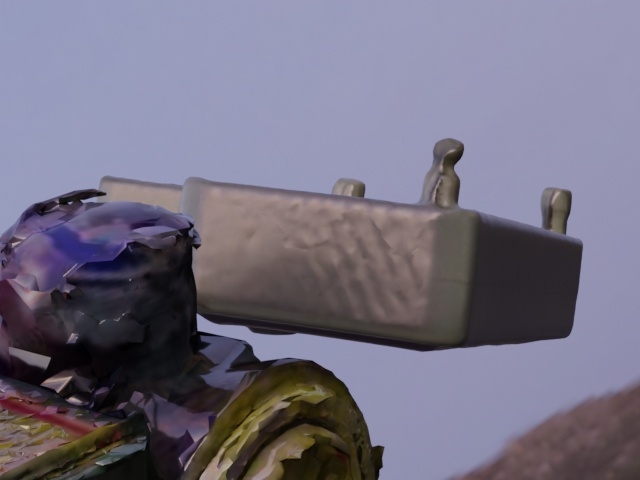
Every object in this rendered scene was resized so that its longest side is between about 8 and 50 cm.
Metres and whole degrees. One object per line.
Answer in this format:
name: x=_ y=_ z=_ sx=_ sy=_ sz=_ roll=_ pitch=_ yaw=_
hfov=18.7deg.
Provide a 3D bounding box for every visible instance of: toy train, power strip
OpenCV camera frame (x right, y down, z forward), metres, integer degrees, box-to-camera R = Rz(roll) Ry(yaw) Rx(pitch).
toy train: x=-0.081 y=0.121 z=0.462 sx=0.177 sy=0.134 sz=0.261 roll=-22 pitch=-60 yaw=-50
power strip: x=0.000 y=0.000 z=0.630 sx=0.145 sy=0.061 sz=0.215 roll=6 pitch=-2 yaw=15
